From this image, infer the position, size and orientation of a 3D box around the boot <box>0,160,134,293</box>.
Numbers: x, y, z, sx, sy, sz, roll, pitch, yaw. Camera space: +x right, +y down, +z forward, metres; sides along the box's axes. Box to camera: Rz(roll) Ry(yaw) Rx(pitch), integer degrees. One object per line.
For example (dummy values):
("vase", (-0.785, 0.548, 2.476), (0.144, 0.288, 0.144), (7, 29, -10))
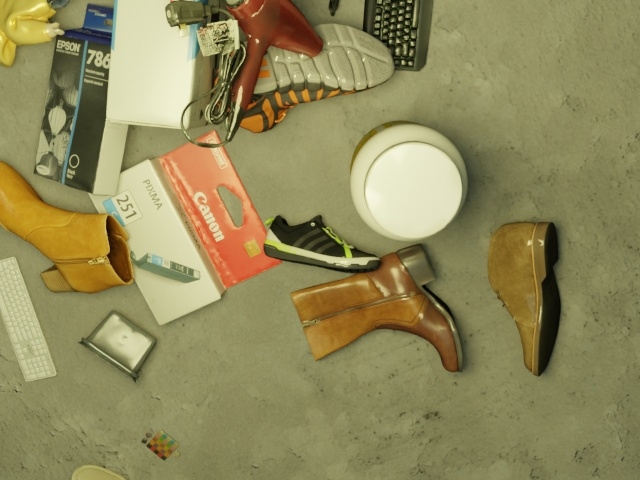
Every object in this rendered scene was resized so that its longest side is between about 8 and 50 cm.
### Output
("boot", (-0.472, -0.035, 1.321), (0.211, 0.104, 0.295), (-12, 113, 28))

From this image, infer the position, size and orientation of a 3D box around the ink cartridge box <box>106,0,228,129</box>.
("ink cartridge box", (-0.241, -0.305, 1.185), (0.129, 0.307, 0.223), (7, 101, -1))

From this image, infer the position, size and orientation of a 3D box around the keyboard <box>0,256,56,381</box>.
("keyboard", (-0.604, 0.161, 1.439), (0.072, 0.014, 0.256), (-15, 100, 5))

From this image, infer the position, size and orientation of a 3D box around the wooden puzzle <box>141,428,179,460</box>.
("wooden puzzle", (-0.327, 0.423, 1.481), (0.083, 0.006, 0.049), (42, 100, -5))

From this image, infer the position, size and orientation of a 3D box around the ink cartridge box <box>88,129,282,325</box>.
("ink cartridge box", (-0.255, -0.024, 1.362), (0.261, 0.066, 0.296), (-25, 99, 8))

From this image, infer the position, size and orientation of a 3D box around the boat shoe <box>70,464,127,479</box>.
("boat shoe", (-0.373, 0.578, 1.462), (0.324, 0.116, 0.097), (26, 106, 1))

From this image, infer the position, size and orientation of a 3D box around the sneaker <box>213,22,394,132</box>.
("sneaker", (-0.038, -0.283, 1.271), (0.321, 0.180, 0.124), (-7, 74, -19))

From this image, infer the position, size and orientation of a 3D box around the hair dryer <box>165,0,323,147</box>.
("hair dryer", (-0.111, -0.285, 1.089), (0.080, 0.293, 0.223), (28, 134, 39))

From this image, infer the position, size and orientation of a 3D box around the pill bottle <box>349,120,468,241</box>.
("pill bottle", (0.141, -0.102, 1.192), (0.188, 0.334, 0.188), (1, 101, 3))

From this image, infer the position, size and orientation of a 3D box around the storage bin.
("storage bin", (-0.391, 0.205, 1.406), (0.135, 0.098, 0.091), (37, 73, -4))

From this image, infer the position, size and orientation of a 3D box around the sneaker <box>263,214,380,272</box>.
("sneaker", (0.000, 0.000, 1.331), (0.235, 0.084, 0.097), (10, 84, 15))

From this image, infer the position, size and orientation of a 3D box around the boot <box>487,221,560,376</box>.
("boot", (0.387, 0.110, 1.360), (0.115, 0.112, 0.305), (3, 108, 33))

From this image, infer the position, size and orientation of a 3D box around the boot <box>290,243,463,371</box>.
("boot", (0.111, 0.172, 1.369), (0.280, 0.096, 0.264), (-24, 99, 8))

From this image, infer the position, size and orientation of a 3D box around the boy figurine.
("boy figurine", (-0.511, -0.411, 1.276), (0.285, 0.092, 0.177), (-41, 65, 11))

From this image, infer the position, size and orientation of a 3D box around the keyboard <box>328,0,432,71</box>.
("keyboard", (0.104, -0.470, 1.278), (0.201, 0.033, 0.317), (4, 100, 2))

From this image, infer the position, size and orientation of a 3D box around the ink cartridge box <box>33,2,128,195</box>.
("ink cartridge box", (-0.415, -0.259, 1.286), (0.165, 0.065, 0.332), (17, 98, 28))
